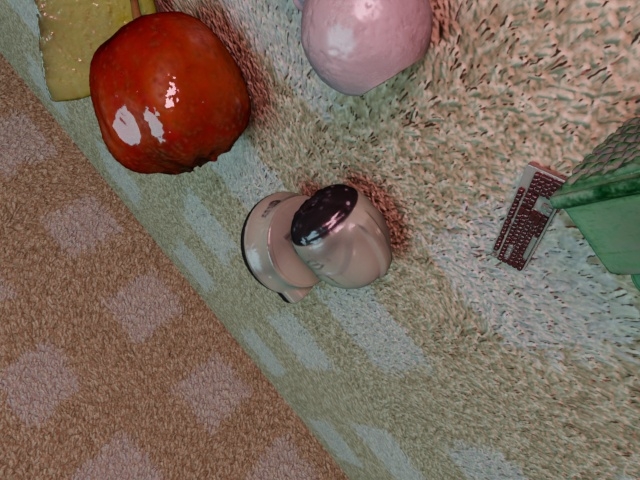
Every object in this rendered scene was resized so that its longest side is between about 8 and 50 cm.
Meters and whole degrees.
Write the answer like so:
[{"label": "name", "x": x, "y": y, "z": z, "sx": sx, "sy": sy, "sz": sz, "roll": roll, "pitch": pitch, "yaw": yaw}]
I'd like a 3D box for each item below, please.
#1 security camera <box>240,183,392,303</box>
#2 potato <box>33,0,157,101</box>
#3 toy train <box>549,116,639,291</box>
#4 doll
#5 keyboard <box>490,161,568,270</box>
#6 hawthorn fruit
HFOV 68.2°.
[{"label": "security camera", "x": 0.000, "y": 0.000, "z": 0.841, "sx": 0.277, "sy": 0.197, "sz": 0.191, "roll": -1, "pitch": 133, "yaw": 50}, {"label": "potato", "x": -0.457, "y": -0.474, "z": 0.969, "sx": 0.280, "sy": 0.212, "sz": 0.330, "roll": -121, "pitch": 36, "yaw": -47}, {"label": "toy train", "x": 0.326, "y": -0.012, "z": 0.329, "sx": 0.202, "sy": 0.145, "sz": 0.266, "roll": 53, "pitch": 163, "yaw": -6}, {"label": "doll", "x": 0.008, "y": -0.301, "z": 0.495, "sx": 0.151, "sy": 0.151, "sz": 0.287, "roll": -8, "pitch": 114, "yaw": 60}, {"label": "keyboard", "x": 0.255, "y": -0.024, "z": 0.592, "sx": 0.055, "sy": 0.017, "sz": 0.166, "roll": 36, "pitch": 150, "yaw": 27}, {"label": "hawthorn fruit", "x": -0.282, "y": -0.284, "z": 0.858, "sx": 0.287, "sy": 0.287, "sz": 0.331, "roll": -8, "pitch": 104, "yaw": 60}]
